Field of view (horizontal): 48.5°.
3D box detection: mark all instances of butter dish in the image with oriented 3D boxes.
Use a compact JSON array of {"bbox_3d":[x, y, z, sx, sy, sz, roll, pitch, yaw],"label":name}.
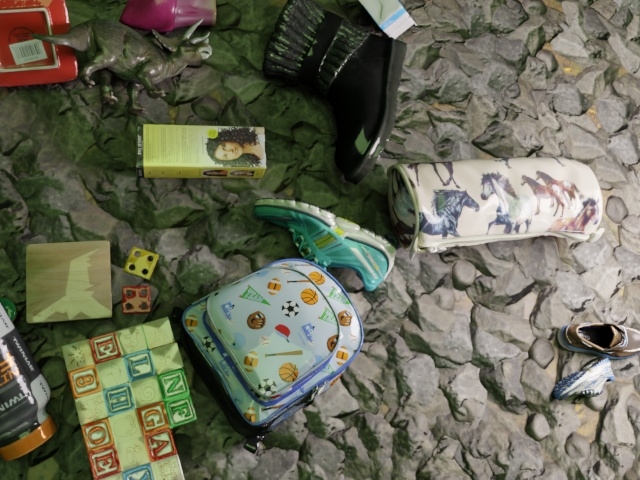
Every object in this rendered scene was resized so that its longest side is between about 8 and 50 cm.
[{"bbox_3d":[-0.520,-0.365,1.267,0.160,0.118,0.160,-7,114,-9],"label":"butter dish"}]

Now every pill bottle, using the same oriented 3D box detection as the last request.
[{"bbox_3d":[-0.496,0.207,1.073,0.130,0.130,0.246,-30,101,-19],"label":"pill bottle"}]

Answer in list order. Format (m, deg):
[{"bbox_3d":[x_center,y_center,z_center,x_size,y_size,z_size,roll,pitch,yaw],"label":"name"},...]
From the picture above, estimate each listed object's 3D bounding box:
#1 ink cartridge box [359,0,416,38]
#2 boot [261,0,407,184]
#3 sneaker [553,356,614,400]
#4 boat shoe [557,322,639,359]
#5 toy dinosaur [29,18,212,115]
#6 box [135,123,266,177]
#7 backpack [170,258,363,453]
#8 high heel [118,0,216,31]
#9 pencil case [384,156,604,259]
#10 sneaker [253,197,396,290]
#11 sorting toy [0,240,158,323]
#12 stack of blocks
[{"bbox_3d":[0.130,-0.470,1.436,0.060,0.180,0.104,-38,83,16],"label":"ink cartridge box"},{"bbox_3d":[0.008,-0.289,1.345,0.260,0.131,0.348,20,60,-13],"label":"boot"},{"bbox_3d":[0.501,0.272,1.335,0.135,0.052,0.058,-26,87,-17],"label":"sneaker"},{"bbox_3d":[0.551,0.191,1.360,0.183,0.066,0.066,2,73,-12],"label":"boat shoe"},{"bbox_3d":[-0.359,-0.329,1.276,0.313,0.121,0.160,7,69,-27],"label":"toy dinosaur"},{"bbox_3d":[-0.218,-0.162,1.299,0.232,0.058,0.087,-2,74,-13],"label":"box"},{"bbox_3d":[-0.069,0.155,1.168,0.263,0.213,0.277,-28,78,-29],"label":"backpack"},{"bbox_3d":[-0.313,-0.583,1.366,0.181,0.127,0.377,-6,76,-19],"label":"high heel"},{"bbox_3d":[0.328,-0.062,1.336,0.410,0.160,0.184,-4,74,-13],"label":"pencil case"},{"bbox_3d":[0.000,0.000,1.279,0.275,0.107,0.110,25,88,2],"label":"sneaker"},{"bbox_3d":[-0.409,0.072,1.192,0.274,0.046,0.132,-3,75,-13],"label":"sorting toy"},{"bbox_3d":[-0.286,0.291,1.132,0.171,0.087,0.297,-14,77,-16],"label":"stack of blocks"}]
